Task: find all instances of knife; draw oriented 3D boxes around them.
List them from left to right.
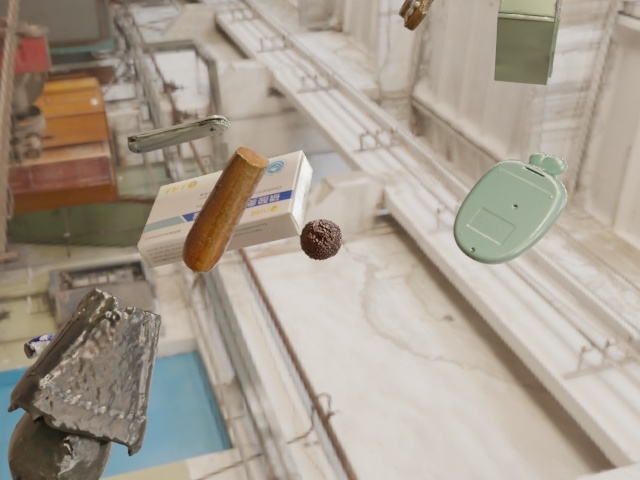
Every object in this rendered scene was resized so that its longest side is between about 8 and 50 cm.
[{"bbox_3d":[-0.354,-0.262,1.956,0.073,0.265,0.040,36,46,-67],"label":"knife"}]

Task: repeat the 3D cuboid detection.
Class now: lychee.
[{"bbox_3d":[0.001,-0.003,2.227,0.129,0.123,0.123,-68,150,-84],"label":"lychee"}]

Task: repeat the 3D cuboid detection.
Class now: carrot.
[{"bbox_3d":[-0.155,-0.040,1.250,0.225,0.067,0.067,-58,-147,22],"label":"carrot"}]

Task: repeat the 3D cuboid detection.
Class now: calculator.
[{"bbox_3d":[0.203,-0.038,0.846,0.095,0.153,0.021,34,-14,30],"label":"calculator"}]

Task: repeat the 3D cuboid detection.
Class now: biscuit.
[{"bbox_3d":[0.173,-0.428,1.335,0.138,0.031,0.205,-53,-165,31],"label":"biscuit"}]

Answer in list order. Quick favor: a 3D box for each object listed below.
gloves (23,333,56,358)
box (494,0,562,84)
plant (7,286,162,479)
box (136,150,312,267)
[{"bbox_3d":[-0.399,0.157,1.196,0.064,0.086,0.026,-43,-119,51],"label":"gloves"},{"bbox_3d":[0.432,-0.476,1.630,0.225,0.117,0.225,64,37,-67],"label":"box"},{"bbox_3d":[-0.285,0.189,0.970,0.256,0.164,0.142,-69,-163,-6],"label":"plant"},{"bbox_3d":[-0.194,-0.064,1.635,0.200,0.343,0.065,-81,153,-46],"label":"box"}]
